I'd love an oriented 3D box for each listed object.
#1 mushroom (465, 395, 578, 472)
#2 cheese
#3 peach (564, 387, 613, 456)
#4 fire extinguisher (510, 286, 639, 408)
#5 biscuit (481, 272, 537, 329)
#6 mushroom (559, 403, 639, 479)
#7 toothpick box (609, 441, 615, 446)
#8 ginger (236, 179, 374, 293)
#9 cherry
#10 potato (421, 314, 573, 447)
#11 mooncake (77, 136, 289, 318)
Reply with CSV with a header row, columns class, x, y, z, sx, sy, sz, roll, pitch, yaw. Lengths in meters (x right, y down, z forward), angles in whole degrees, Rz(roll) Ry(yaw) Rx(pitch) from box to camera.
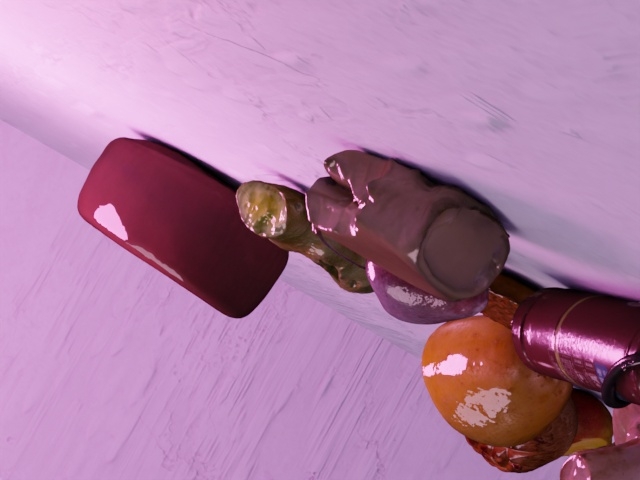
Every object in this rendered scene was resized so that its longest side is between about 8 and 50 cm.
class,x,y,z,sx,sy,sz,roll,pitch,yaw
mushroom,0.284,0.249,2.492,0.253,0.153,0.253,39,155,22
cheese,0.078,-0.016,1.535,0.202,0.091,0.175,25,171,35
peach,0.408,0.294,2.604,0.151,0.118,0.151,-5,169,-1
fire extinguisher,0.304,0.112,1.529,0.141,0.105,0.341,15,179,-18
biscuit,0.227,0.075,1.891,0.262,0.037,0.262,29,174,3
mushroom,0.361,0.236,1.695,0.215,0.207,0.207,-12,-172,-17
toothpick box,0.478,0.435,1.953,0.409,0.409,0.425,30,180,-12
ginger,-0.002,-0.003,2.113,0.290,0.089,0.137,27,158,-37
cherry,0.103,0.027,1.709,0.148,0.115,0.188,48,180,33
potato,0.256,0.169,2.085,0.203,0.178,0.158,42,150,-9
mooncake,-0.205,-0.022,2.472,0.325,0.174,0.334,32,178,3
